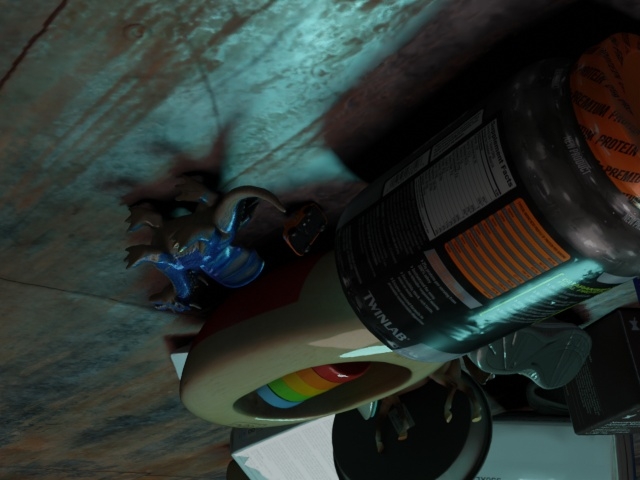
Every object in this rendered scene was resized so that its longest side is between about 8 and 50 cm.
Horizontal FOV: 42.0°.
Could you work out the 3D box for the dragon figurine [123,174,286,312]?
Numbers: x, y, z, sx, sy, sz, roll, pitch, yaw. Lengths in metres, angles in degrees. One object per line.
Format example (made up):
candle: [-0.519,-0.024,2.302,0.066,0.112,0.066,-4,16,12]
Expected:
dragon figurine: [-0.112,-0.001,0.903,0.289,0.085,0.144,-25,149,35]

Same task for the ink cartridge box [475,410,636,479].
ink cartridge box: [0.493,0.448,1.748,0.285,0.166,0.395,-5,171,24]

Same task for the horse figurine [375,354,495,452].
horse figurine: [0.163,0.237,1.386,0.263,0.174,0.066,-23,144,17]

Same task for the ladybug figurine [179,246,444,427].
ladybug figurine: [-0.017,0.132,1.113,0.305,0.162,0.449,17,145,-41]

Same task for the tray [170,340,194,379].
tray: [-0.101,0.183,1.353,0.270,0.030,0.145,-5,155,-5]

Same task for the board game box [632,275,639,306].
board game box: [0.657,0.075,1.200,0.347,0.078,0.233,-20,137,25]

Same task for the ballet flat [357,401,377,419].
ballet flat: [0.064,0.195,1.314,0.068,0.072,0.213,3,124,-10]

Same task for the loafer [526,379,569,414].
loafer: [0.574,0.296,1.663,0.319,0.112,0.111,-12,163,11]

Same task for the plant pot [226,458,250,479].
plant pot: [-0.038,0.575,1.978,0.274,0.256,0.256,-30,149,11]

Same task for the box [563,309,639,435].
box: [0.548,0.234,1.462,0.168,0.167,0.203,3,153,-19]

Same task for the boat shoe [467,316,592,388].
boat shoe: [0.329,0.164,1.354,0.320,0.103,0.118,12,110,-41]

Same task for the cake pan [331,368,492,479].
cake pan: [0.144,0.319,1.420,0.293,0.293,0.054,-17,136,19]

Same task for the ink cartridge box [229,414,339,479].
ink cartridge box: [0.052,0.444,1.736,0.385,0.091,0.308,-25,118,11]

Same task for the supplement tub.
supplement tub: [0.183,-0.029,0.779,0.207,0.207,0.338,12,149,-34]

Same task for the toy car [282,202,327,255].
toy car: [0.000,0.000,0.973,0.040,0.060,0.122,13,167,46]
